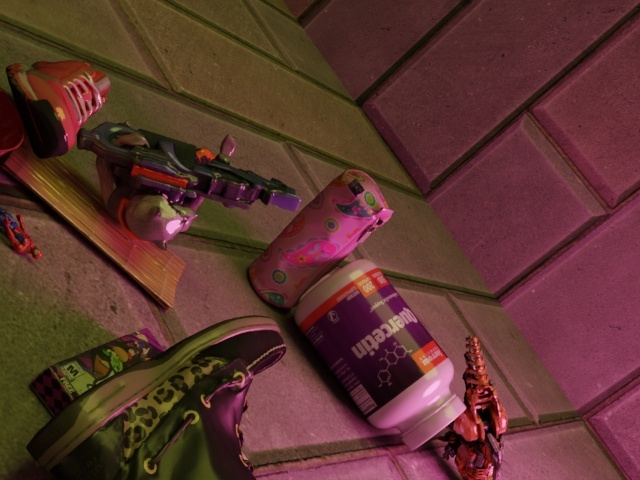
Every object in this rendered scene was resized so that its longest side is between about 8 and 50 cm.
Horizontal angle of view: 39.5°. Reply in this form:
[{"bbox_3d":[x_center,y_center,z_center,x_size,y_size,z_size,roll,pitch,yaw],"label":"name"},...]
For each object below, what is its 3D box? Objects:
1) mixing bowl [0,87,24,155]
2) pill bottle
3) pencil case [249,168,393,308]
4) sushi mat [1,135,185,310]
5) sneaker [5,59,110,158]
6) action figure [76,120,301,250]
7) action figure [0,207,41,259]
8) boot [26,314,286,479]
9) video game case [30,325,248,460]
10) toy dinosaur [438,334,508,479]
[{"bbox_3d":[-0.475,-0.149,1.111,0.181,0.098,0.181,41,20,-19],"label":"mixing bowl"},{"bbox_3d":[0.110,0.203,1.580,0.323,0.181,0.181,52,19,11],"label":"pill bottle"},{"bbox_3d":[0.000,0.000,1.572,0.124,0.284,0.124,38,24,-20],"label":"pencil case"},{"bbox_3d":[-0.329,-0.032,1.326,0.316,0.019,0.151,43,19,-15],"label":"sushi mat"},{"bbox_3d":[-0.363,-0.211,1.262,0.314,0.136,0.116,-135,-151,-60],"label":"sneaker"},{"bbox_3d":[-0.212,-0.077,1.400,0.341,0.178,0.330,20,24,-7],"label":"action figure"},{"bbox_3d":[-0.398,-0.021,1.143,0.115,0.030,0.038,50,14,-1],"label":"action figure"},{"bbox_3d":[-0.100,0.247,0.975,0.284,0.138,0.377,51,27,11],"label":"boot"},{"bbox_3d":[-0.206,0.224,1.067,0.232,0.042,0.210,51,20,8],"label":"video game case"},{"bbox_3d":[0.290,0.324,1.650,0.164,0.322,0.218,10,19,-21],"label":"toy dinosaur"}]
